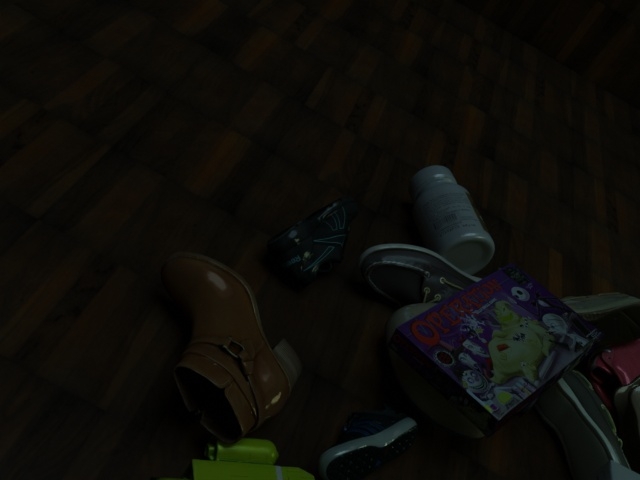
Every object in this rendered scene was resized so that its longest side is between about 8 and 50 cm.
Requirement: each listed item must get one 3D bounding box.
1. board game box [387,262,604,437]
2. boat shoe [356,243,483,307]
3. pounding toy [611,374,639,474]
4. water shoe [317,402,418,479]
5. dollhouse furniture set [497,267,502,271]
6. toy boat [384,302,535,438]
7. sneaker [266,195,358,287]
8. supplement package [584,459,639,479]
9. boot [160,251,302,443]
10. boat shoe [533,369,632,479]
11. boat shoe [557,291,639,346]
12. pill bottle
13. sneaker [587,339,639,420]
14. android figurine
[{"bbox_3d":[0.294,0.161,1.279,0.208,0.056,0.346,38,39,28],"label":"board game box"},{"bbox_3d":[0.216,0.104,1.455,0.324,0.117,0.097,23,34,-21],"label":"boat shoe"},{"bbox_3d":[0.631,0.359,1.377,0.154,0.155,0.270,-7,78,-8],"label":"pounding toy"},{"bbox_3d":[0.056,0.299,1.166,0.203,0.073,0.080,-6,29,-45],"label":"water shoe"},{"bbox_3d":[0.417,0.120,1.655,0.076,0.059,0.152,15,20,-11],"label":"dollhouse furniture set"},{"bbox_3d":[0.263,0.232,1.337,0.318,0.148,0.268,6,38,-21],"label":"toy boat"},{"bbox_3d":[0.000,0.000,1.453,0.106,0.101,0.267,58,38,-2],"label":"sneaker"},{"bbox_3d":[0.383,0.469,1.029,0.199,0.263,0.198,28,36,-6],"label":"supplement package"},{"bbox_3d":[-0.162,0.147,1.114,0.283,0.109,0.220,50,24,2],"label":"boot"},{"bbox_3d":[0.472,0.342,1.370,0.091,0.109,0.305,4,41,-26],"label":"boat shoe"},{"bbox_3d":[0.498,0.162,1.559,0.302,0.109,0.098,-10,19,-7],"label":"boat shoe"},{"bbox_3d":[0.263,-0.044,1.640,0.131,0.131,0.229,10,42,-27],"label":"pill bottle"},{"bbox_3d":[0.591,0.237,1.571,0.136,0.116,0.314,16,40,-18],"label":"sneaker"},{"bbox_3d":[-0.081,0.363,0.991,0.272,0.056,0.248,12,41,-23],"label":"android figurine"}]
